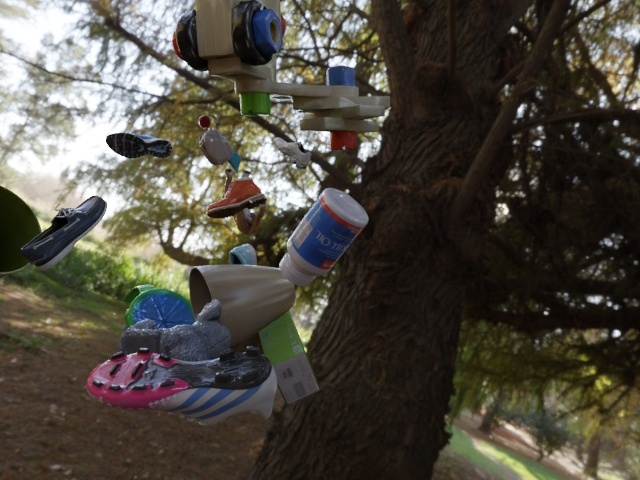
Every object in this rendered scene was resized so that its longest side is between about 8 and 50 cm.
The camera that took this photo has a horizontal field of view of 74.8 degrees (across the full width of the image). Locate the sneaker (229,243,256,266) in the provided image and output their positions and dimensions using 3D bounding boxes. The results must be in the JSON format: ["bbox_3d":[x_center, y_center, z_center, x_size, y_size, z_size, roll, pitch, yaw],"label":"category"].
[{"bbox_3d":[-0.383,0.207,2.019,0.135,0.367,0.150,-7,3,34],"label":"sneaker"}]

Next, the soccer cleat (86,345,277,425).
[{"bbox_3d":[-0.239,0.274,0.739,0.330,0.143,0.116,-2,27,3],"label":"soccer cleat"}]

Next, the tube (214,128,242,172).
[{"bbox_3d":[-0.370,-0.356,1.665,0.052,0.080,0.207,4,-24,24],"label":"tube"}]

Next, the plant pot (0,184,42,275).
[{"bbox_3d":[-1.000,0.016,1.156,0.293,0.275,0.275,-23,-33,18],"label":"plant pot"}]

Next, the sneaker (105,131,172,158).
[{"bbox_3d":[-0.481,-0.250,1.103,0.162,0.064,0.073,1,19,-42],"label":"sneaker"}]

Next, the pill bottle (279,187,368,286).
[{"bbox_3d":[0.000,0.000,0.963,0.124,0.222,0.124,28,27,-16],"label":"pill bottle"}]

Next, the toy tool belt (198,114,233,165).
[{"bbox_3d":[-0.187,-0.170,0.723,0.083,0.052,0.051,63,-18,-12],"label":"toy tool belt"}]

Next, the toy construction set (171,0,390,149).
[{"bbox_3d":[-0.040,-0.245,0.415,0.151,0.328,0.215,-12,6,23],"label":"toy construction set"}]

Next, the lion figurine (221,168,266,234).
[{"bbox_3d":[-0.314,-0.128,1.672,0.142,0.241,0.392,-1,39,-18],"label":"lion figurine"}]

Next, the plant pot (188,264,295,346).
[{"bbox_3d":[-0.222,0.178,1.263,0.273,0.257,0.256,-11,9,-31],"label":"plant pot"}]

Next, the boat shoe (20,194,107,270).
[{"bbox_3d":[-0.647,-0.039,1.064,0.095,0.255,0.079,-1,-46,29],"label":"boat shoe"}]

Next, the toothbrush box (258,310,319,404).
[{"bbox_3d":[-0.119,0.349,1.376,0.283,0.122,0.206,-118,-170,-52],"label":"toothbrush box"}]

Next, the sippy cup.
[{"bbox_3d":[-0.555,0.316,1.392,0.239,0.306,0.224,24,-52,-27],"label":"sippy cup"}]

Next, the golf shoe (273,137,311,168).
[{"bbox_3d":[-0.101,-0.351,1.593,0.176,0.086,0.069,43,30,15],"label":"golf shoe"}]

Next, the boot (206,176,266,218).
[{"bbox_3d":[-0.225,-0.110,1.066,0.085,0.157,0.059,61,-30,9],"label":"boot"}]

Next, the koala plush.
[{"bbox_3d":[-0.286,0.248,0.955,0.203,0.197,0.221,-14,3,29],"label":"koala plush"}]
